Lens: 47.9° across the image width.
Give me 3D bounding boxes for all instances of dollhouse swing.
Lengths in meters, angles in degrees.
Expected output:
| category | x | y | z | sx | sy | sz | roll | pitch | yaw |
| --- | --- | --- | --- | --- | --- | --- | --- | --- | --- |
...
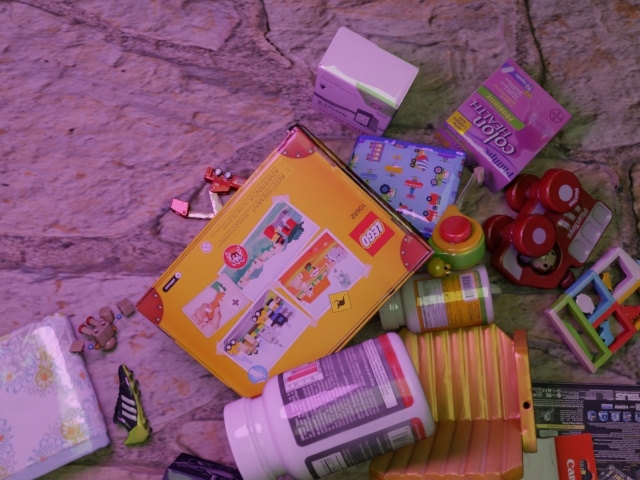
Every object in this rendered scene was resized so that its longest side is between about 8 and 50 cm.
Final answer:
| category | x | y | z | sx | sy | sz | roll | pitch | yaw |
| --- | --- | --- | --- | --- | --- | --- | --- | --- | --- |
| dollhouse swing | 0.259 | 0.326 | 1.496 | 0.346 | 0.305 | 0.315 | -5 | 79 | 17 |

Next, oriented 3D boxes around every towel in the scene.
| category | x | y | z | sx | sy | sz | roll | pitch | yaw |
| --- | --- | --- | --- | --- | --- | --- | --- | --- | --- |
| towel | -0.680 | 0.369 | 1.559 | 0.374 | 0.090 | 0.321 | -22 | 83 | -9 |

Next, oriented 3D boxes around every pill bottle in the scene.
| category | x | y | z | sx | sy | sz | roll | pitch | yaw |
| --- | --- | --- | --- | --- | --- | --- | --- | --- | --- |
| pill bottle | 0.255 | 0.135 | 1.613 | 0.245 | 0.136 | 0.136 | -9 | 80 | 9 |
| pill bottle | 0.015 | 0.329 | 1.371 | 0.362 | 0.210 | 0.210 | -20 | 82 | 0 |

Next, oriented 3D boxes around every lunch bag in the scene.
| category | x | y | z | sx | sy | sz | roll | pitch | yaw |
| --- | --- | --- | --- | --- | --- | --- | --- | --- | --- |
| lunch bag | 0.175 | -0.125 | 1.725 | 0.293 | 0.138 | 0.221 | 15 | 81 | 7 |

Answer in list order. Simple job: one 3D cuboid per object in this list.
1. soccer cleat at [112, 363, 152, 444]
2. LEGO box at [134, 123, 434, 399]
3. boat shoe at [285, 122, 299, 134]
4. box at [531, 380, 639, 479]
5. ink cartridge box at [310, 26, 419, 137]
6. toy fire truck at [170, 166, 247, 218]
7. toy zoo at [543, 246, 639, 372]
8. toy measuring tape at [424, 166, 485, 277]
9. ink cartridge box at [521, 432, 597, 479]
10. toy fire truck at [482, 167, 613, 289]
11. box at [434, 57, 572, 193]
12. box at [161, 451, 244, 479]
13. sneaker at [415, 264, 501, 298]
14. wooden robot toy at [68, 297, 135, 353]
| category | x | y | z | sx | sy | sz | roll | pitch | yaw |
| --- | --- | --- | --- | --- | --- | --- | --- | --- | --- |
| soccer cleat | -0.430 | 0.365 | 1.599 | 0.072 | 0.060 | 0.179 | -17 | 84 | -7 |
| LEGO box | -0.075 | 0.063 | 1.517 | 0.372 | 0.193 | 0.500 | 42 | 98 | -7 |
| boat shoe | -0.031 | -0.228 | 1.754 | 0.042 | 0.049 | 0.133 | -36 | 80 | -3 |
| box | 0.550 | 0.484 | 1.651 | 0.394 | 0.097 | 0.318 | 2 | 78 | -4 |
| ink cartridge box | 0.095 | -0.352 | 1.677 | 0.198 | 0.273 | 0.115 | 28 | 80 | 1 |
| toy fire truck | -0.244 | -0.099 | 1.710 | 0.192 | 0.047 | 0.135 | 18 | 79 | -3 |
| toy zoo | 0.698 | 0.152 | 1.740 | 0.293 | 0.030 | 0.192 | -39 | 98 | -11 |
| toy measuring tape | 0.330 | -0.037 | 1.588 | 0.121 | 0.121 | 0.330 | 35 | 58 | 2 |
| ink cartridge box | 0.497 | 0.522 | 1.567 | 0.232 | 0.066 | 0.189 | -5 | 81 | 0 |
| toy fire truck | 0.551 | -0.015 | 1.725 | 0.254 | 0.169 | 0.302 | 37 | 78 | -17 |
| box | 0.447 | -0.281 | 1.775 | 0.213 | 0.117 | 0.243 | 45 | 79 | 4 |
| box | -0.162 | 0.576 | 1.455 | 0.343 | 0.312 | 0.179 | 18 | 79 | -3 |
| sneaker | 0.327 | 0.090 | 1.719 | 0.212 | 0.080 | 0.094 | 6 | 67 | -3 |
| wooden robot toy | -0.487 | 0.210 | 1.627 | 0.076 | 0.079 | 0.173 | 16 | 50 | 31 |
